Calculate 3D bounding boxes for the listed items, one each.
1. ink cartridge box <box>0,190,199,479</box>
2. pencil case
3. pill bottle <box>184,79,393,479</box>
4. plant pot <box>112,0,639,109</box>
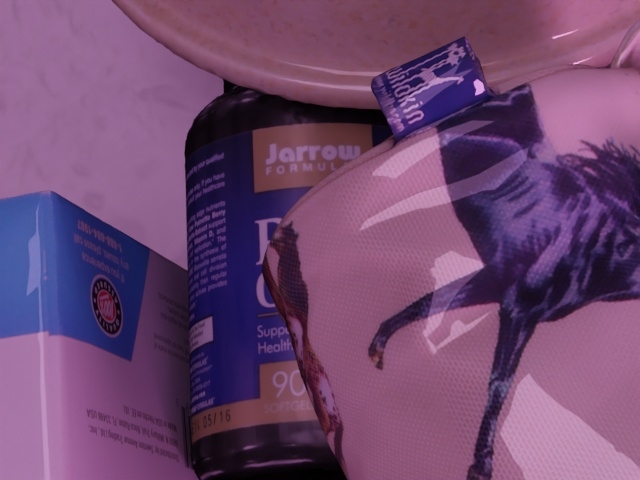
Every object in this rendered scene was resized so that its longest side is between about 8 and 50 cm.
[{"bbox_3d":[-0.156,0.145,0.806,0.197,0.198,0.270,-10,73,16],"label":"ink cartridge box"},{"bbox_3d":[0.131,0.127,0.633,0.183,0.160,0.410,-39,67,32],"label":"pencil case"},{"bbox_3d":[0.000,0.000,0.830,0.122,0.123,0.219,-7,75,17],"label":"pill bottle"},{"bbox_3d":[0.029,-0.274,0.731,0.333,0.305,0.334,-4,55,6],"label":"plant pot"}]
